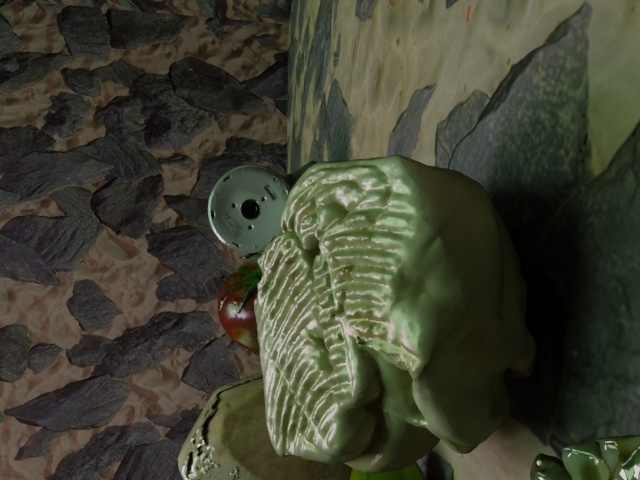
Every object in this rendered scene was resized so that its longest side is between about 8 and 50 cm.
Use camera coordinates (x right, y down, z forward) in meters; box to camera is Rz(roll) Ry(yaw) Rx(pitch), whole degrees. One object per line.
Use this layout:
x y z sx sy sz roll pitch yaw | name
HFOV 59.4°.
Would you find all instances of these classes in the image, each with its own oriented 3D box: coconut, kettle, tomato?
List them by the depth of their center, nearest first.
-0.107 0.440 1.097 0.352 0.353 0.352 -178 90 -82 | coconut
-0.120 -0.096 1.424 0.318 0.205 0.265 11 -80 -79 | kettle
-0.129 0.179 1.541 0.303 0.304 0.239 -101 -3 -56 | tomato

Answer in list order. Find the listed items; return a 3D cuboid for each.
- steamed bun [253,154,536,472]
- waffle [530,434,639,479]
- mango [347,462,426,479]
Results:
0.073 0.072 0.524 0.276 0.203 0.289 8 99 56 | steamed bun
0.176 0.236 0.249 0.309 0.056 0.291 113 157 -72 | waffle
0.091 0.352 0.648 0.125 0.111 0.232 79 174 -59 | mango
